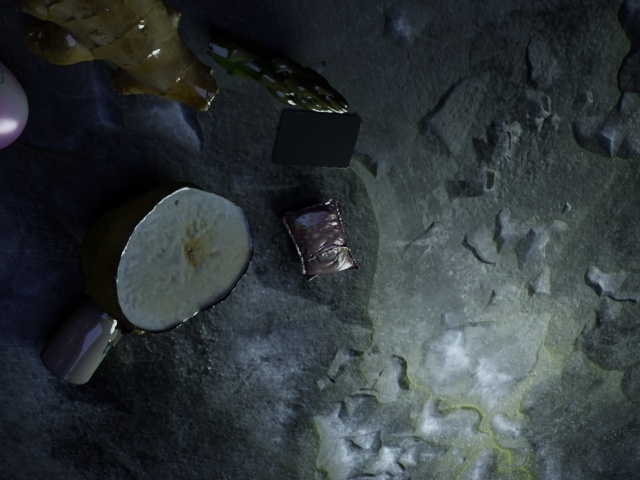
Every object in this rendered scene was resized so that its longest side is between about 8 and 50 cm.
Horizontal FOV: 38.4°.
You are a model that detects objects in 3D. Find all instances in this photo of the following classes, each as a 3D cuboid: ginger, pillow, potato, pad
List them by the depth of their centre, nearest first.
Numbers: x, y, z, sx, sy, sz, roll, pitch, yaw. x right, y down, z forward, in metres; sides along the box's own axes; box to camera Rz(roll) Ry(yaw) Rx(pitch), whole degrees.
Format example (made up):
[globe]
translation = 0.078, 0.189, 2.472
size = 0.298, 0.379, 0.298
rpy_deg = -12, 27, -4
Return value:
[ginger]
translation = -0.318, -0.310, 1.399
size = 0.236, 0.166, 0.376
rpy_deg = -33, 123, -8
[potato]
translation = -0.288, 0.018, 1.634
size = 0.299, 0.196, 0.247
rpy_deg = -32, 120, -34
[pad]
translation = -0.005, -0.185, 1.703
size = 0.157, 0.003, 0.112
rpy_deg = 2, 123, -22
[pillow]
translation = 0.000, 0.000, 1.811
size = 0.118, 0.043, 0.185
rpy_deg = -18, 125, -1

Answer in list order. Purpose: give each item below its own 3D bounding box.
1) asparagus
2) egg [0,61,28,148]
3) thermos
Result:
[asparagus]
translation = -0.073, -0.281, 1.567
size = 0.287, 0.080, 0.080
rpy_deg = 21, 114, -22
[egg]
translation = -0.565, -0.221, 1.344
size = 0.271, 0.196, 0.196
rpy_deg = 7, 120, -25
[thermos]
translation = -0.423, 0.166, 1.739
size = 0.193, 0.105, 0.137
rpy_deg = -54, 151, 11
